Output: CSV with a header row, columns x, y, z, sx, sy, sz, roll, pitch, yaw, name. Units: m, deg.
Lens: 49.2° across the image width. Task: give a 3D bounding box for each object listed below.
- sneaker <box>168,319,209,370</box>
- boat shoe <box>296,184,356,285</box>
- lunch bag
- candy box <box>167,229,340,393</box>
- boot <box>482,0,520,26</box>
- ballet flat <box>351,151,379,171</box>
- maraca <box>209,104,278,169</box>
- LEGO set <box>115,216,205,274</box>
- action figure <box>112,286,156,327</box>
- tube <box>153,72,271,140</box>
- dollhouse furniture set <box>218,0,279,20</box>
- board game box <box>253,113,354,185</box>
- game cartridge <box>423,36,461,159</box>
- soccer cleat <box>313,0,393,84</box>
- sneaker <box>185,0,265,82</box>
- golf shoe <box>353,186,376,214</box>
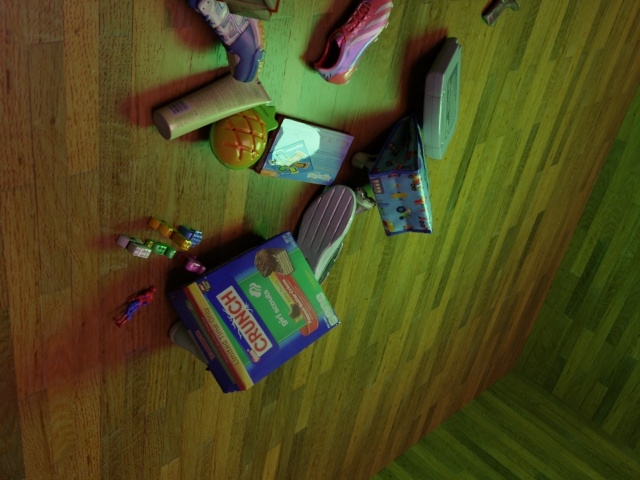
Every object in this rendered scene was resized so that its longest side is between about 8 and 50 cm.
x,y,z,sx,sy,sz,roll,pitch,yaw,name
-0.232,0.243,1.736,0.256,0.151,0.094,-12,127,-49,sneaker
0.000,0.000,1.870,0.335,0.121,0.119,-62,166,15,boat shoe
0.240,-0.192,1.922,0.293,0.138,0.221,-73,152,-43,lunch bag
-0.150,0.162,1.644,0.317,0.268,0.122,-31,-177,-37,candy box
0.511,-0.645,1.987,0.106,0.037,0.114,32,89,-45,boot
0.146,-0.205,1.904,0.168,0.052,0.057,-4,122,-51,ballet flat
-0.158,-0.230,1.448,0.127,0.099,0.185,49,61,-29,maraca
-0.305,0.013,1.482,0.227,0.093,0.087,20,103,-57,LEGO set
-0.405,0.141,1.533,0.115,0.030,0.038,-42,151,-28,action figure
-0.210,-0.268,1.372,0.240,0.062,0.070,-33,134,-29,tube
-0.095,-0.497,1.102,0.135,0.262,0.259,-124,-135,-88,dollhouse furniture set
-0.033,-0.212,1.690,0.281,0.027,0.145,3,116,-53,board game box
0.335,-0.380,1.927,0.198,0.062,0.297,-56,153,-34,game cartridge
0.075,-0.464,1.555,0.095,0.083,0.248,17,108,-52,soccer cleat
-0.181,-0.419,1.258,0.131,0.112,0.296,-23,131,-23,sneaker
0.103,-0.095,1.897,0.086,0.069,0.176,-42,174,6,golf shoe
